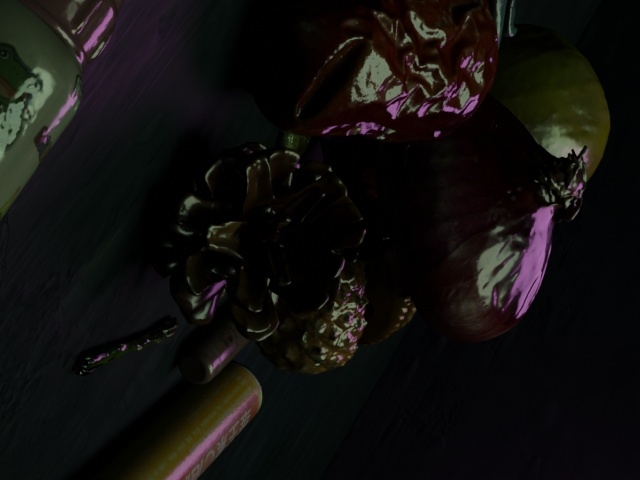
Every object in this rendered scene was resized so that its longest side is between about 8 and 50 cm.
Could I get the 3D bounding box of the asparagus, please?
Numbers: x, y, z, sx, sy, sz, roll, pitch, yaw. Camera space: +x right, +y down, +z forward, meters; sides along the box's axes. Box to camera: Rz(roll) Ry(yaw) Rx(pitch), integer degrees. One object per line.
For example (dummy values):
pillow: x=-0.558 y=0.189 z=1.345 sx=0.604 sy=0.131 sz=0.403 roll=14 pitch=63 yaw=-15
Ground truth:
asparagus: x=-0.200 y=0.111 z=1.365 sx=0.022 sy=0.023 sz=0.233 roll=-19 pitch=-179 yaw=19

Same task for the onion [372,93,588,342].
onion: x=0.213 y=-0.049 z=1.634 sx=0.347 sy=0.285 sz=0.348 roll=-13 pitch=90 yaw=-68

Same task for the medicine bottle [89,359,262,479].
medicine bottle: x=-0.194 y=0.269 z=1.547 sx=0.426 sy=0.108 sz=0.108 roll=-43 pitch=158 yaw=-61

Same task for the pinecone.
pinecone: x=-0.063 y=0.001 z=1.288 sx=0.229 sy=0.201 sz=0.203 roll=5 pitch=87 yaw=-46

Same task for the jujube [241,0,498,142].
jujube: x=0.057 y=-0.196 z=1.356 sx=0.342 sy=0.216 sz=0.216 roll=-13 pitch=131 yaw=-55

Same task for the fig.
fig: x=0.294 y=-0.190 z=2.077 sx=0.343 sy=0.343 sz=0.343 roll=-57 pitch=167 yaw=-21

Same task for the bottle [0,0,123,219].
bottle: x=-0.201 y=-0.078 z=0.710 sx=0.253 sy=0.120 sz=0.120 roll=-57 pitch=167 yaw=-18

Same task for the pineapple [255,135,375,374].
pineapple: x=0.000 y=0.000 z=1.678 sx=0.169 sy=0.169 sz=0.341 roll=-40 pitch=144 yaw=-60

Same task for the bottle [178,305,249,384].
bottle: x=-0.129 y=0.131 z=1.622 sx=0.140 sy=0.053 sz=0.053 roll=-44 pitch=158 yaw=-55

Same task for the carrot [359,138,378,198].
carrot: x=0.111 y=-0.151 z=1.840 sx=0.159 sy=0.159 sz=0.225 roll=-58 pitch=156 yaw=-19

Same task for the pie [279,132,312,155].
pie: x=-0.025 y=-0.137 z=1.545 sx=0.084 sy=0.021 sz=0.084 roll=-54 pitch=162 yaw=-27

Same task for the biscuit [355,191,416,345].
biscuit: x=0.049 y=0.040 z=1.800 sx=0.066 sy=0.220 sz=0.220 roll=-20 pitch=140 yaw=-45

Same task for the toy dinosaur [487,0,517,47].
toy dinosaur: x=0.204 y=-0.410 z=1.503 sx=0.331 sy=0.129 sz=0.384 roll=95 pitch=-2 yaw=-59
